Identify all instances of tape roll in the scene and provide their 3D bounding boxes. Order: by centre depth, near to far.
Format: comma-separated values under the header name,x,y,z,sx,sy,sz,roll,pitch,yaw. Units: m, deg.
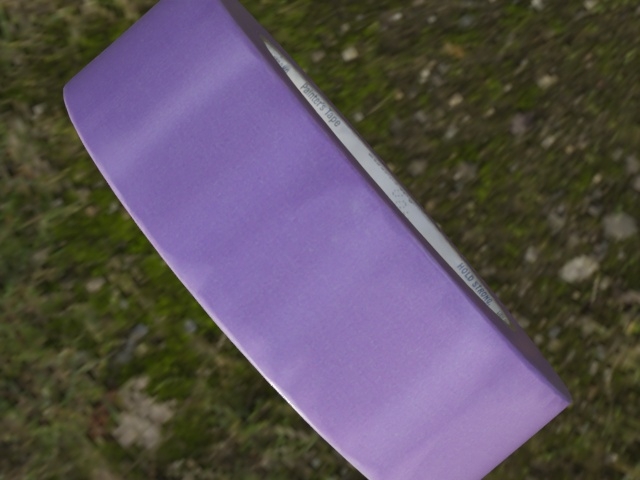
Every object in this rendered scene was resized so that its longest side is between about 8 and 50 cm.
name,x,y,z,sx,sy,sz,roll,pitch,yaw
tape roll,0.000,0.000,0.890,0.090,0.275,0.275,-41,90,6
